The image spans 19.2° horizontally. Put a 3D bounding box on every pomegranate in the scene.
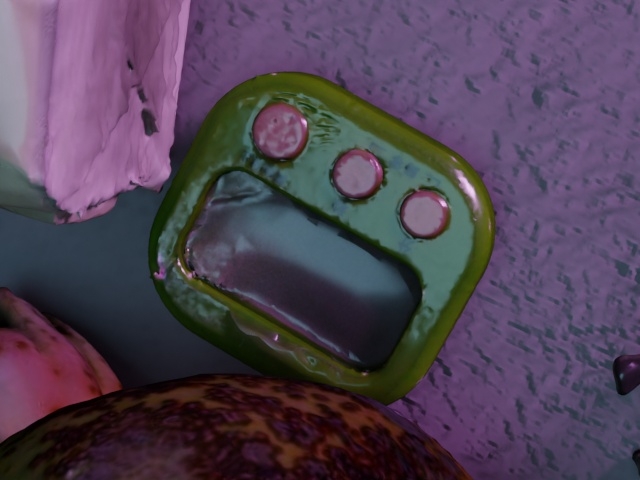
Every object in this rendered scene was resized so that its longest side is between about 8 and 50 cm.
[{"bbox_3d":[-0.074,0.147,0.788,0.285,0.285,0.340,-47,56,17],"label":"pomegranate"}]

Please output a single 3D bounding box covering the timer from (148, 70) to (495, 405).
[{"bbox_3d":[0.000,0.000,0.834,0.140,0.047,0.128,30,104,8],"label":"timer"}]

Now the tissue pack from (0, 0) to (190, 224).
[{"bbox_3d":[-0.237,-0.176,0.778,0.380,0.207,0.297,11,99,12],"label":"tissue pack"}]

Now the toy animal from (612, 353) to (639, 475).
[{"bbox_3d":[0.227,0.126,0.788,0.176,0.073,0.217,-17,91,11],"label":"toy animal"}]
